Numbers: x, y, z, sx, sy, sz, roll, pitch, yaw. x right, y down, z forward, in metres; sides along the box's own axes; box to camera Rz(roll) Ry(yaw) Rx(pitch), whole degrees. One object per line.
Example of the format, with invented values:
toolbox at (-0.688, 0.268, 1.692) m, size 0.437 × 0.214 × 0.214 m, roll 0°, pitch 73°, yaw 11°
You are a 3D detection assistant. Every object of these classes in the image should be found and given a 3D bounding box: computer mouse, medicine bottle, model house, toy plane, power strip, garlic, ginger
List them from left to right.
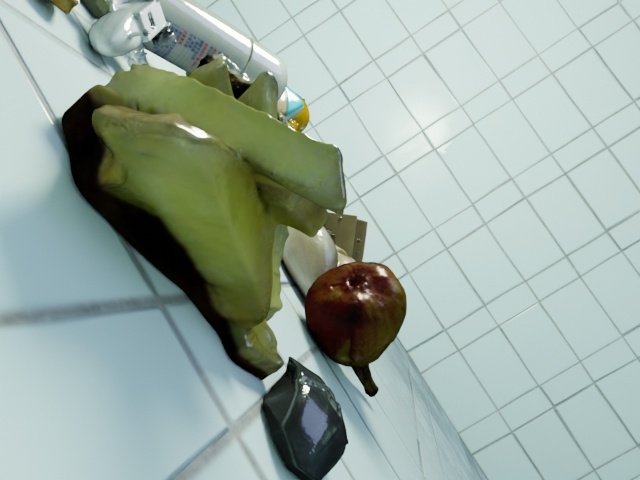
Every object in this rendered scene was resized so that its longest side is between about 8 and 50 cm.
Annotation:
power strip at (-0.399, -0.446, 0.929) m, size 0.092 × 0.034 × 0.268 m, roll 55°, pitch 5°, yaw -24°
toy plane at (-0.294, -0.341, 0.813) m, size 0.255 × 0.101 × 0.251 m, roll -100°, pitch 179°, yaw -55°
medicine bottle at (-0.218, -0.389, 1.071) m, size 0.341 × 0.130 × 0.130 m, roll 23°, pitch 25°, yaw -34°
ginger at (-0.085, -0.060, 0.599) m, size 0.358 × 0.211 × 0.413 m, roll 58°, pitch 4°, yaw -18°
computer mouse at (-0.009, 0.188, 0.575) m, size 0.105 × 0.062 × 0.192 m, roll 57°, pitch 6°, yaw -7°
model house at (0.000, 0.000, 1.558) m, size 0.176 × 0.180 × 0.248 m, roll 10°, pitch 3°, yaw 39°
garlic at (0.008, 0.066, 1.173) m, size 0.279 × 0.132 × 0.325 m, roll 47°, pitch 3°, yaw -18°

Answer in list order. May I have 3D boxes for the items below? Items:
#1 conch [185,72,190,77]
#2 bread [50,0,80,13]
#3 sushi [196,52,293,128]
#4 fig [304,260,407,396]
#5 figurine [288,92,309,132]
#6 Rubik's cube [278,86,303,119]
conch at (-0.290, -0.362, 1.227) m, size 0.089 × 0.074 × 0.121 m, roll -75°, pitch 158°, yaw -54°
bread at (-0.350, -0.344, 0.673) m, size 0.136 × 0.054 × 0.154 m, roll 57°, pitch 10°, yaw 15°
sushi at (-0.162, -0.213, 1.004) m, size 0.196 × 0.182 × 0.343 m, roll 53°, pitch 3°, yaw 14°
fig at (0.083, 0.186, 0.964) m, size 0.190 × 0.191 × 0.290 m, roll -93°, pitch 166°, yaw -80°
figurine at (-0.139, -0.307, 1.463) m, size 0.215 × 0.228 × 0.215 m, roll 165°, pitch -90°, yaw -80°
Rubik's cube at (-0.219, -0.337, 1.294) m, size 0.254 × 0.254 × 0.254 m, roll 56°, pitch 5°, yaw -8°
